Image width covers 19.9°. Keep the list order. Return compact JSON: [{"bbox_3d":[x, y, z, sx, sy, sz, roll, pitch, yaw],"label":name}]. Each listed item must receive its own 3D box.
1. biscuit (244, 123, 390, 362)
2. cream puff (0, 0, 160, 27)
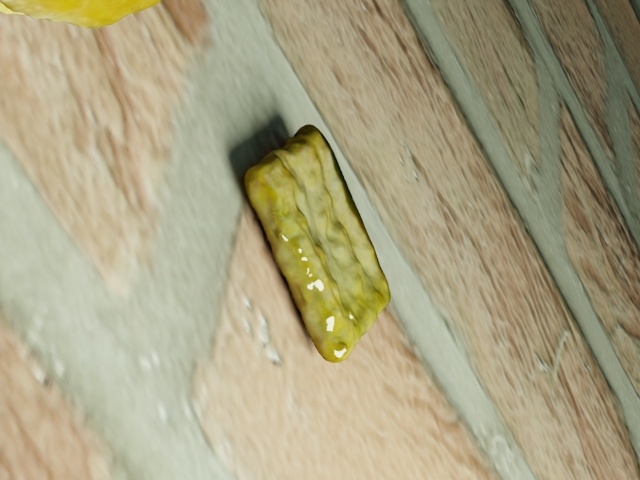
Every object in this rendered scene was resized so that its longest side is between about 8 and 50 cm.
[{"bbox_3d":[0.000,0.000,0.718,0.083,0.018,0.081,66,20,-10],"label":"biscuit"},{"bbox_3d":[-0.074,-0.154,0.515,0.189,0.129,0.189,54,22,-34],"label":"cream puff"}]
